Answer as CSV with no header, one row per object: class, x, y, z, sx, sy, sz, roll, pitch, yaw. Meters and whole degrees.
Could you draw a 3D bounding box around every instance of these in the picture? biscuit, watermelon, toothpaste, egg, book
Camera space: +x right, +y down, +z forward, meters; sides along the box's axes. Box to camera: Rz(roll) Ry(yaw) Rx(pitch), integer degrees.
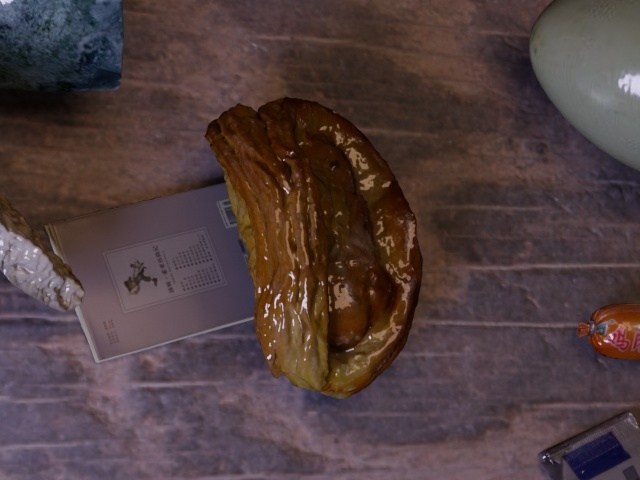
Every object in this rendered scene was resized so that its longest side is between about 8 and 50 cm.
biscuit,-0.279,-0.043,1.091,0.040,0.188,0.265,-44,94,-2
watermelon,-0.250,-0.246,1.180,0.289,0.214,0.320,43,105,-4
toothpaste,0.301,0.287,1.249,0.099,0.068,0.282,-2,55,-54
egg,0.341,-0.162,1.356,0.295,0.218,0.218,11,65,-7
book,-0.126,0.022,1.212,0.181,0.014,0.127,-15,75,-26

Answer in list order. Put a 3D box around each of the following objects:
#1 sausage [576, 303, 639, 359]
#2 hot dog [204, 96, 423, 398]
sausage,0.397,0.087,1.366,0.347,0.053,0.053,2,68,-21
hot dog,0.002,-0.003,1.204,0.175,0.114,0.259,5,62,-51
